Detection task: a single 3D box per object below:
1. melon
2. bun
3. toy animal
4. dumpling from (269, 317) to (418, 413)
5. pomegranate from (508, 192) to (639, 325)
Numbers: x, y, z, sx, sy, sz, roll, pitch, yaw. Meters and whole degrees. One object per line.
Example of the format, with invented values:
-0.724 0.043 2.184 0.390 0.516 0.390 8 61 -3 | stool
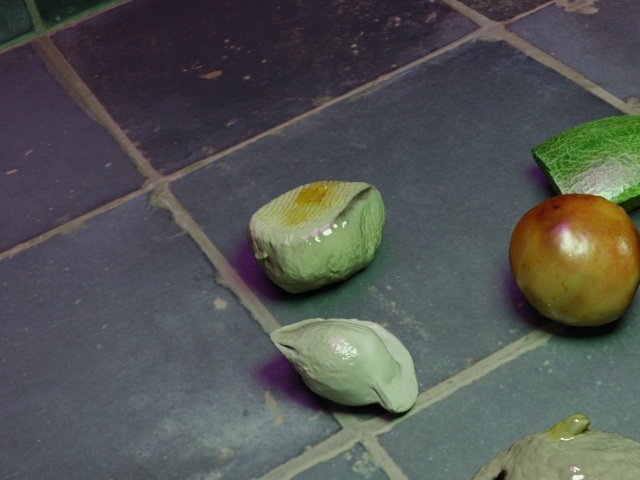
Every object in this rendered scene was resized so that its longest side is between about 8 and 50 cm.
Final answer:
0.537 -0.132 1.955 0.323 0.124 0.196 -18 46 -2 | melon
0.000 0.000 1.937 0.243 0.153 0.244 -20 20 8 | bun
0.336 0.332 1.405 0.358 0.188 0.226 15 52 30 | toy animal
0.040 0.169 1.746 0.215 0.126 0.166 3 26 24 | dumpling
0.383 0.028 1.743 0.209 0.209 0.209 -8 39 7 | pomegranate
